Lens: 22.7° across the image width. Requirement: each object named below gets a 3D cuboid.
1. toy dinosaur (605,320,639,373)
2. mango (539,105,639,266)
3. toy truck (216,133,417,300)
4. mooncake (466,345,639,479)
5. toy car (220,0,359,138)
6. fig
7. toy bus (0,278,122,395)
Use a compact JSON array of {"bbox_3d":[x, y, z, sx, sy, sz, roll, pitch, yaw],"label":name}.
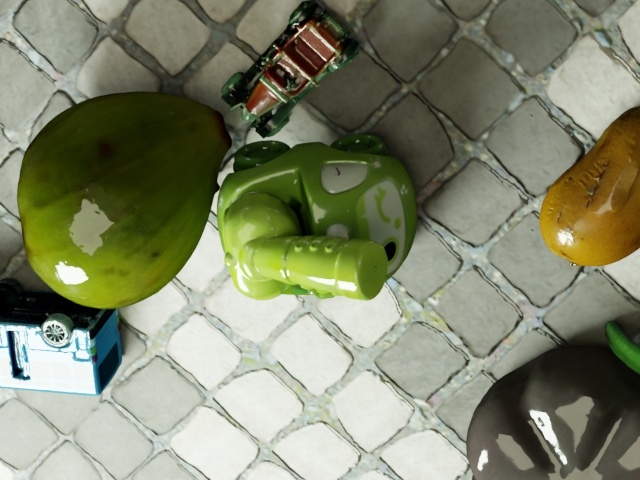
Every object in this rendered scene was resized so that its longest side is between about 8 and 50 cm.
[{"bbox_3d":[0.552,0.091,1.439,0.500,0.374,0.144,36,149,42],"label":"toy dinosaur"},{"bbox_3d":[0.273,-0.042,1.465,0.105,0.084,0.159,33,118,-7],"label":"mango"},{"bbox_3d":[-0.014,-0.006,1.489,0.187,0.210,0.148,2,116,17],"label":"toy truck"},{"bbox_3d":[0.256,0.226,1.569,0.245,0.133,0.245,4,107,11],"label":"mooncake"},{"bbox_3d":[-0.031,-0.159,1.510,0.073,0.054,0.143,43,118,-9],"label":"toy car"},{"bbox_3d":[-0.179,-0.044,1.527,0.225,0.203,0.203,-25,105,10],"label":"fig"},{"bbox_3d":[-0.309,0.105,1.685,0.184,0.090,0.106,3,116,13],"label":"toy bus"}]
